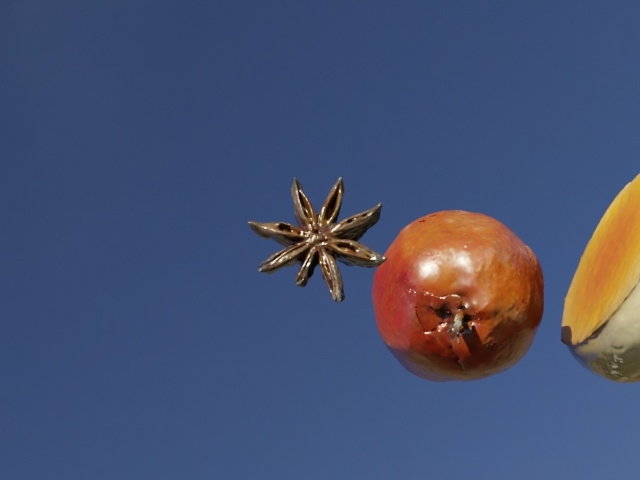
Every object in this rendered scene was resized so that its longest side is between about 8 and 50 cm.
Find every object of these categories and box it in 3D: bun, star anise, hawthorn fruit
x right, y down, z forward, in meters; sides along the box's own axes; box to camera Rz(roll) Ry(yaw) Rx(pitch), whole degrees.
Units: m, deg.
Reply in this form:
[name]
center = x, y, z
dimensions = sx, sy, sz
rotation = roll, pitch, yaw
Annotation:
[bun]
center = 0.430, 0.043, 1.781
dimensions = 0.164, 0.299, 0.299
rotation = 27, -72, -7
[star anise]
center = 0.001, -0.001, 1.428
dimensions = 0.141, 0.141, 0.042
rotation = -30, -20, -13
[hawthorn fruit]
center = 0.162, 0.072, 1.699
dimensions = 0.211, 0.211, 0.299
rotation = -49, 0, 6
